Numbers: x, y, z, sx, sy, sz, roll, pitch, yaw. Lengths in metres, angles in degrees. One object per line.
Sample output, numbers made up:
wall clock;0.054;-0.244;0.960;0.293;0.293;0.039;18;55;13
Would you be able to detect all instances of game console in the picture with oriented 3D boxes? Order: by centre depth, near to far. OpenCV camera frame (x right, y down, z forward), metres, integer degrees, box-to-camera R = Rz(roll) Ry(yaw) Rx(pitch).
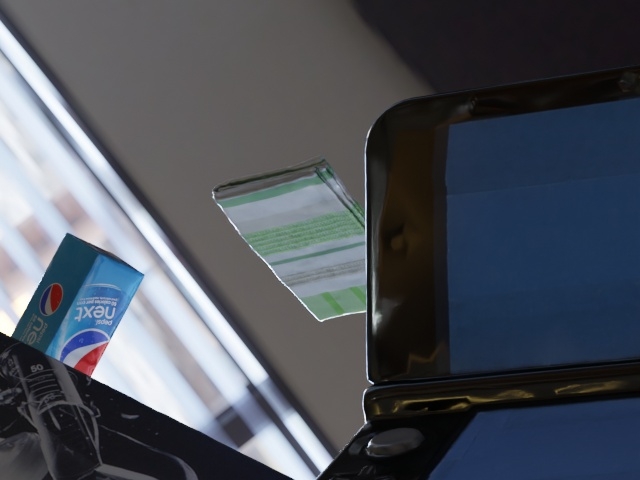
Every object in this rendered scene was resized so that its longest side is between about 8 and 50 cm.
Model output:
game console;0.133;0.025;0.919;0.250;0.293;0.173;-38;-62;-64

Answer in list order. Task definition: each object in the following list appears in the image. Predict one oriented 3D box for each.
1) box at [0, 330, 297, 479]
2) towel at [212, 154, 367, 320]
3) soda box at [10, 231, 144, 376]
box;-0.202;0.254;1.156;0.312;0.343;0.179;23;142;24
towel;0.000;0.000;1.538;0.152;0.113;0.023;50;-134;-31
soda box;-0.266;0.104;2.021;0.067;0.210;0.071;27;-179;-41
